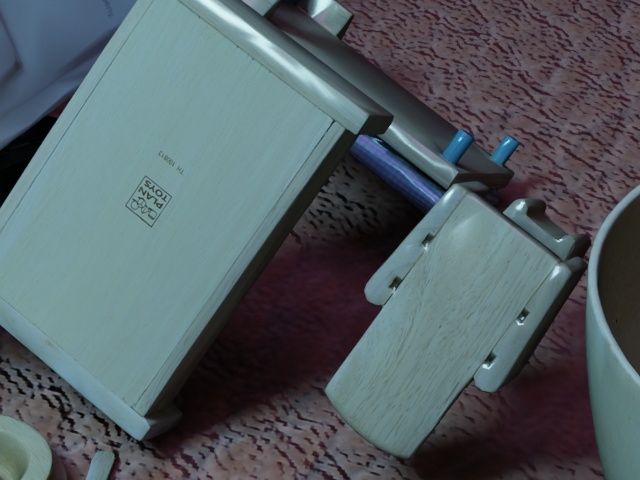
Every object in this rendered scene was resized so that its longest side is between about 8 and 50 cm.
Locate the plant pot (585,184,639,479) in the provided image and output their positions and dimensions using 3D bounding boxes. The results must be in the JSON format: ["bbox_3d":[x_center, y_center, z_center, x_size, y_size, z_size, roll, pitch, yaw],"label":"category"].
[{"bbox_3d":[0.240,0.107,0.719,0.284,0.191,0.284,2,31,-1],"label":"plant pot"}]

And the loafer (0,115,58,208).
[{"bbox_3d":[-0.199,-0.009,0.978,0.078,0.076,0.223,9,32,27],"label":"loafer"}]

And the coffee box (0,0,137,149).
[{"bbox_3d":[-0.347,-0.187,0.936,0.334,0.338,0.338,0,31,33],"label":"coffee box"}]

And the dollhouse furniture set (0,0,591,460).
[{"bbox_3d":[0.000,0.000,0.983,0.286,0.198,0.303,39,14,13],"label":"dollhouse furniture set"}]

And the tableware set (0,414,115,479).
[{"bbox_3d":[-0.173,0.140,0.802,0.128,0.039,0.194,4,36,5],"label":"tableware set"}]
